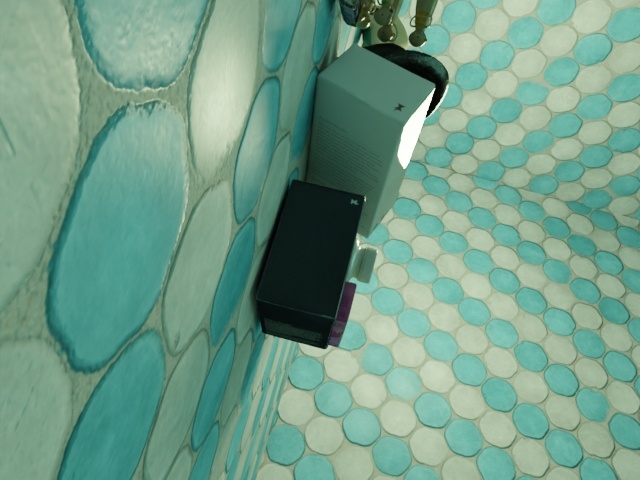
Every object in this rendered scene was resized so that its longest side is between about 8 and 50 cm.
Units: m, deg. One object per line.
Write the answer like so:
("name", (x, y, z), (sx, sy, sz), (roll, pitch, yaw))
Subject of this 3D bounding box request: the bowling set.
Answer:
("bowling set", (0.136, -0.603, 1.350), (0.287, 0.199, 0.154), (32, -66, 47))

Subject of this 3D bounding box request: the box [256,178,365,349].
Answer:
("box", (-0.024, 0.064, 1.239), (0.294, 0.182, 0.297), (100, 5, -66))

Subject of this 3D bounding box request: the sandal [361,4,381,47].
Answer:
("sandal", (0.214, -0.795, 2.032), (0.240, 0.088, 0.079), (93, 17, -49))

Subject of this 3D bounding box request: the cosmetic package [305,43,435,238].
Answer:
("cosmetic package", (0.104, -0.231, 1.348), (0.161, 0.230, 0.453), (-50, 165, -29))

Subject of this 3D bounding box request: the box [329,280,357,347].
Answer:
("box", (-0.027, 0.188, 1.481), (0.243, 0.213, 0.117), (99, 7, -64))

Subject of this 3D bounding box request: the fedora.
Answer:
("fedora", (0.181, -0.439, 1.458), (0.334, 0.333, 0.153), (99, -23, -60))

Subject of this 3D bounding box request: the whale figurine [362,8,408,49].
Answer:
("whale figurine", (0.203, -0.693, 1.873), (0.141, 0.216, 0.272), (-14, -141, 44))

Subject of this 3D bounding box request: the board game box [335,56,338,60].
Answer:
("board game box", (0.033, -0.391, 1.441), (0.126, 0.026, 0.186), (-35, 140, -83))

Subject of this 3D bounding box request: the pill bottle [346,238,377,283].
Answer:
("pill bottle", (0.032, 0.042, 1.503), (0.136, 0.245, 0.137), (15, 90, -87))

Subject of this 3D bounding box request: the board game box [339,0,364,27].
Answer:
("board game box", (0.067, -0.550, 1.047), (0.194, 0.060, 0.194), (-48, 153, -79))
